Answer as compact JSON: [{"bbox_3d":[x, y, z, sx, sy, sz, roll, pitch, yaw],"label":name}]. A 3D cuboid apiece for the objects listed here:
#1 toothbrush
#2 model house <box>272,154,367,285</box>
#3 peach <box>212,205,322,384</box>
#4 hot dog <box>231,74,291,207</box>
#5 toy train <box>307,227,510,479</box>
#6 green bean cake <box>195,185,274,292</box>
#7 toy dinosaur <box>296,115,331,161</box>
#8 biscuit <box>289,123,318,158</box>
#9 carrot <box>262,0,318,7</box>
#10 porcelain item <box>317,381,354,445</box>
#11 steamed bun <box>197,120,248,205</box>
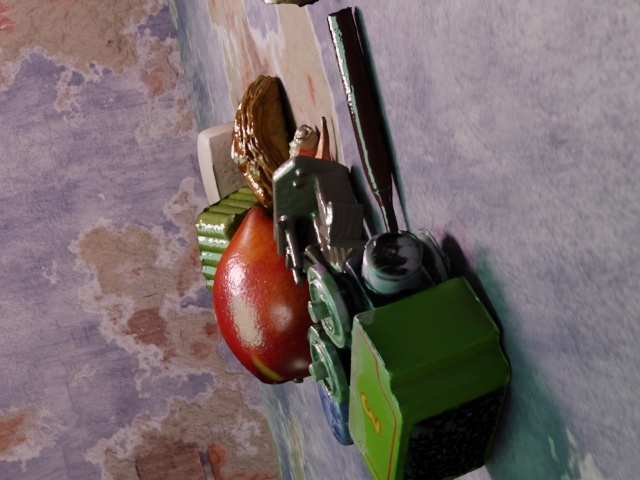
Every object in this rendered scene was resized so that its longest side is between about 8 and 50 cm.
[{"bbox_3d":[0.067,-0.123,1.360,0.041,0.041,0.364,169,87,-79],"label":"toothbrush"},{"bbox_3d":[0.005,-0.006,1.605,0.229,0.122,0.188,98,154,-56],"label":"model house"},{"bbox_3d":[-0.105,0.122,2.009,0.361,0.201,0.258,64,171,2],"label":"peach"},{"bbox_3d":[-0.111,-0.187,1.994,0.175,0.114,0.259,115,140,-74],"label":"hot dog"},{"bbox_3d":[0.095,0.143,1.215,0.307,0.173,0.249,90,156,-51],"label":"toy train"},{"bbox_3d":[-0.154,0.005,2.198,0.113,0.214,0.200,8,119,34],"label":"green bean cake"},{"bbox_3d":[-0.010,-0.086,1.726,0.055,0.101,0.279,-57,-15,-37],"label":"toy dinosaur"},{"bbox_3d":[-0.019,-0.090,1.800,0.061,0.055,0.219,-101,3,-58],"label":"biscuit"},{"bbox_3d":[-0.044,-0.454,1.425,0.102,0.102,0.263,-123,28,-61],"label":"carrot"},{"bbox_3d":[0.059,0.245,1.658,0.147,0.114,0.147,167,90,-80],"label":"porcelain item"},{"bbox_3d":[-0.189,-0.147,2.350,0.164,0.146,0.241,-156,52,-73],"label":"steamed bun"}]
